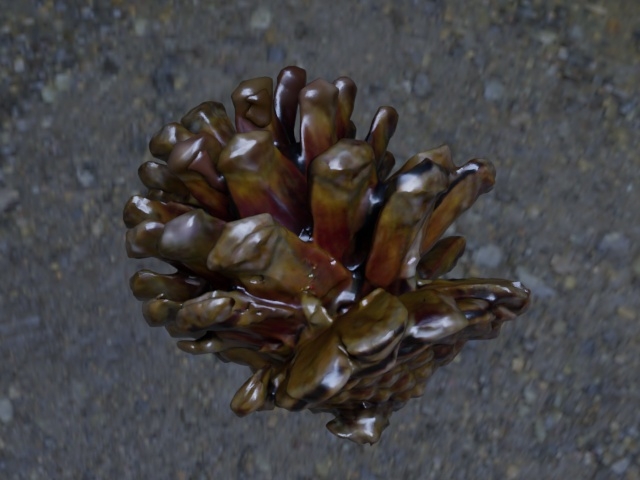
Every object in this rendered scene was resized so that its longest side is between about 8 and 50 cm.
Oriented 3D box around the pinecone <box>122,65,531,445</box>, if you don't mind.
[{"bbox_3d":[-0.001,0.004,0.737,0.195,0.179,0.150,34,106,24],"label":"pinecone"}]
